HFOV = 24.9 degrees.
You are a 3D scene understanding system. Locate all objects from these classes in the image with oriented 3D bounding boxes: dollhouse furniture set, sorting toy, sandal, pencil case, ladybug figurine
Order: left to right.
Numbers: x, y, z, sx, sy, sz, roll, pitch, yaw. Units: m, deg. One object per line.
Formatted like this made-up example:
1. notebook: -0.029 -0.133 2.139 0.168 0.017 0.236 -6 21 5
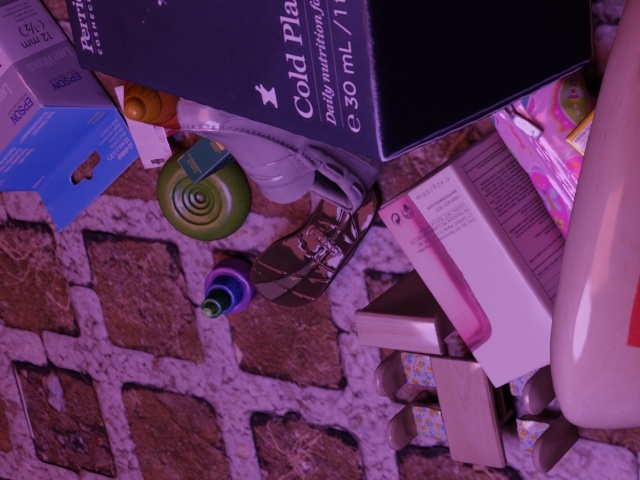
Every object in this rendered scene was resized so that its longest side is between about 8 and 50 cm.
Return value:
1. sorting toy: -0.172 -0.062 1.797 0.127 0.126 0.365 -10 108 21
2. sandal: 0.000 0.000 1.764 0.090 0.060 0.219 42 119 5
3. dollhouse furniture set: 0.149 0.160 1.652 0.212 0.161 0.242 3 115 38
4. pencil case: 0.265 -0.068 1.460 0.124 0.124 0.284 -32 93 45
5. ladybug figurine: 0.310 -0.049 1.205 0.162 0.305 0.449 14 103 17

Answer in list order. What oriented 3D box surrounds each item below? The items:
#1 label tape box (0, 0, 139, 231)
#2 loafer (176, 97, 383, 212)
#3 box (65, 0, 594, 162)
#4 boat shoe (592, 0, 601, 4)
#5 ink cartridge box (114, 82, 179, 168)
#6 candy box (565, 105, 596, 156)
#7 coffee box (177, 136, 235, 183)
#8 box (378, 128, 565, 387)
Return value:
1. label tape box: -0.429 -0.188 1.966 0.249 0.115 0.348 -36 87 45
2. loafer: -0.036 -0.095 1.555 0.112 0.319 0.111 10 89 39
3. box: -0.027 -0.381 1.340 0.471 0.297 0.480 22 129 46
4. boat shoe: 0.218 -0.296 1.404 0.183 0.066 0.066 41 136 21
5. ink cartridge box: -0.217 -0.153 1.870 0.063 0.029 0.115 -5 112 40
6. candy box: 0.338 -0.134 1.359 0.105 0.027 0.206 44 108 2
7. coffee box: -0.081 -0.141 1.707 0.040 0.113 0.184 53 136 1
8. box: 0.198 0.012 1.538 0.127 0.148 0.232 -33 91 45
